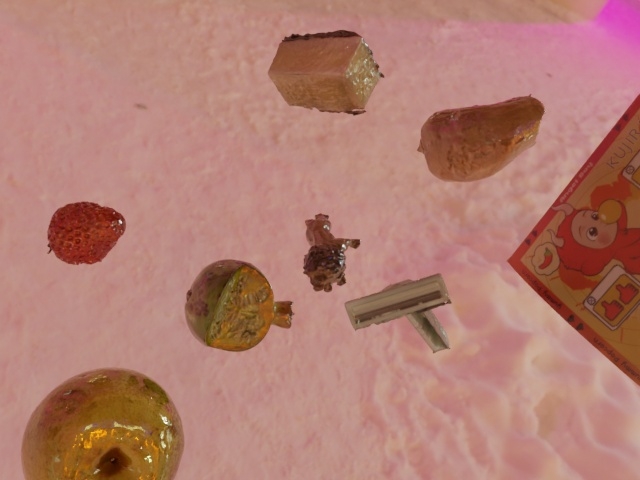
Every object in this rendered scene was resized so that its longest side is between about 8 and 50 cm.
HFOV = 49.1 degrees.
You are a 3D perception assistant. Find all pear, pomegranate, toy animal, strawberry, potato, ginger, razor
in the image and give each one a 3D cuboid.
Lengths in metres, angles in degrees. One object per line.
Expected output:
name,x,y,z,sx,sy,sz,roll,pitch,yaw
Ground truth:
pear,-0.272,0.255,0.877,0.197,0.197,0.197,21,35,-16
pomegranate,-0.134,0.101,1.101,0.169,0.143,0.122,4,4,-37
toy animal,0.014,0.008,1.018,0.086,0.069,0.220,33,17,-17
strawberry,-0.239,-0.008,0.727,0.083,0.073,0.073,-2,20,30
potato,0.003,-0.194,0.819,0.122,0.086,0.061,9,63,32
ginger,0.286,-0.183,1.289,0.152,0.267,0.138,-38,114,-53
razor,0.121,0.093,0.873,0.278,0.111,0.056,42,32,-64

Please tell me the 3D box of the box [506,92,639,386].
box,0.441,0.003,0.875,0.213,0.284,0.259,2,38,-47
